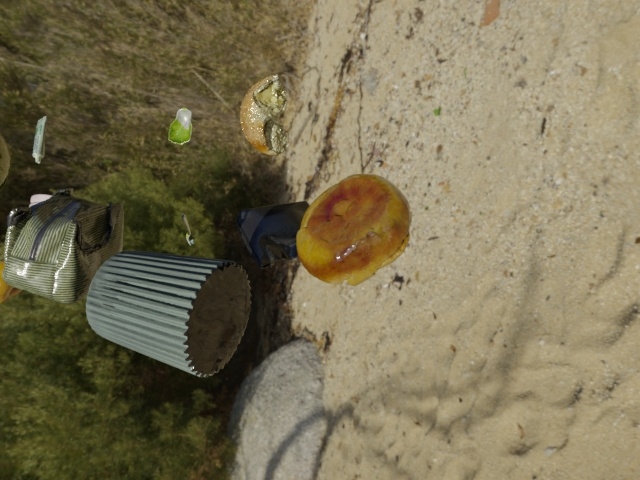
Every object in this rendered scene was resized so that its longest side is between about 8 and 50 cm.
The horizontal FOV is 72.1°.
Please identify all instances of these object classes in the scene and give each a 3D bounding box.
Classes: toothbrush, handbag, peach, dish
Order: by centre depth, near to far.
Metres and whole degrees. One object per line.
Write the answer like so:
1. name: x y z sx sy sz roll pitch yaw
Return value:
1. handbag: -0.730 -0.001 1.279 0.340 0.248 0.240 -77 7 -69
2. peach: -1.039 0.131 1.450 0.179 0.103 0.179 -46 8 9
3. dish: -0.501 -0.413 1.612 0.039 0.091 0.137 35 -116 -75
4. toothbrush: -0.535 -0.038 1.763 0.022 0.026 0.263 61 162 18
5. handbag: -0.160 -0.016 1.833 0.152 0.343 0.287 95 160 -47

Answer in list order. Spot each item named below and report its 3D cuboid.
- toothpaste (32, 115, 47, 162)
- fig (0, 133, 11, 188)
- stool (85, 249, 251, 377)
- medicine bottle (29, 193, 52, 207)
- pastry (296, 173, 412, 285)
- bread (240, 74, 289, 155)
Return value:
1. toothpaste: -1.167 -0.419 1.831 0.041 0.064 0.218 26 -129 -57
2. fig: -1.069 -0.226 1.254 0.316 0.316 0.315 -170 90 -81
3. stool: -0.399 0.170 1.164 0.297 0.330 0.297 10 -90 -70
4. medicine bottle: -0.999 -0.033 1.601 0.133 0.134 0.249 129 143 -73
5. pastry: 0.088 -0.033 1.236 0.356 0.164 0.355 -24 42 24
6. bread: -0.239 -0.506 1.776 0.171 0.192 0.313 -19 -62 -50
